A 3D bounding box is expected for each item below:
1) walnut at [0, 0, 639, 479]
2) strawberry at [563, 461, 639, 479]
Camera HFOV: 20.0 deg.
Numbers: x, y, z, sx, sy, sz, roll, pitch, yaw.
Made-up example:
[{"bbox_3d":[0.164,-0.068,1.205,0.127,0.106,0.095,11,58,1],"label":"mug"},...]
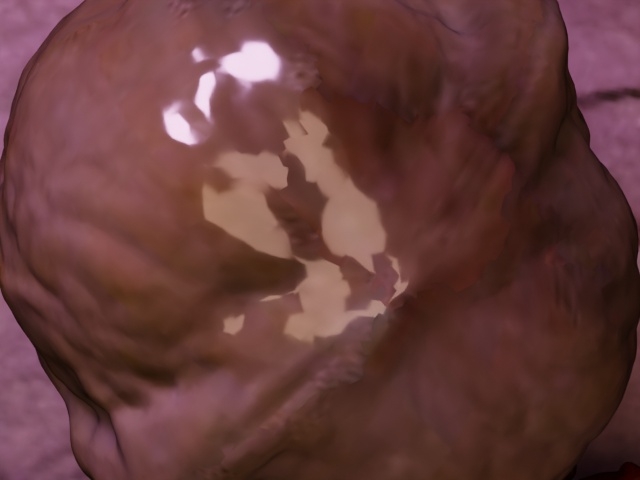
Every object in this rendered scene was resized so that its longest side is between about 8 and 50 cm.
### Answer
[{"bbox_3d":[-0.002,0.001,0.669,0.248,0.248,0.248,-1,101,-4],"label":"walnut"},{"bbox_3d":[0.157,0.188,0.751,0.202,0.186,0.184,6,142,-32],"label":"strawberry"}]
